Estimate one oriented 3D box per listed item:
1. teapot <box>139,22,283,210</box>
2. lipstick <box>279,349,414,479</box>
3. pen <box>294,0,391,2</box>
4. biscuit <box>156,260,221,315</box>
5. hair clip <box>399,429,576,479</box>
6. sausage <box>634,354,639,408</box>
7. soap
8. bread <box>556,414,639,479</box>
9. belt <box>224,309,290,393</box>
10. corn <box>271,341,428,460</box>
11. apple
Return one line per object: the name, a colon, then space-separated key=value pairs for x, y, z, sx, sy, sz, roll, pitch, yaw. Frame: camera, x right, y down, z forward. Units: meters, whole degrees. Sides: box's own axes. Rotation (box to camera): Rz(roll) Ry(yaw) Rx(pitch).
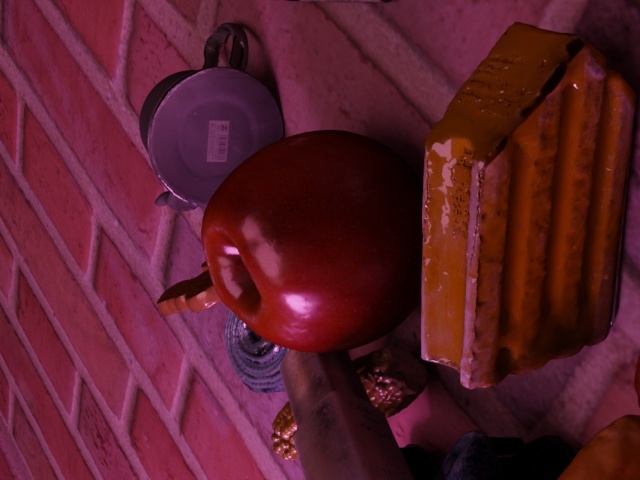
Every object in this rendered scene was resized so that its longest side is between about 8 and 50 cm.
teapot: x=-0.142 y=-0.144 z=1.193 sx=0.149 sy=0.162 sz=0.239 roll=33 pitch=106 yaw=61
lipstick: x=0.019 y=0.179 z=0.943 sx=0.077 sy=0.079 sz=0.253 roll=-53 pitch=27 yaw=15
pen: x=0.005 y=-0.254 z=1.015 sx=0.204 sy=0.025 sz=0.025 roll=18 pitch=119 yaw=52
biscuit: x=-0.109 y=0.040 z=1.213 sx=0.040 sy=0.144 sz=0.236 roll=54 pitch=153 yaw=-15
hair clip: x=0.123 y=0.292 z=0.950 sx=0.310 sy=0.194 sz=0.206 roll=-25 pitch=61 yaw=59
sausage: x=0.319 y=0.135 z=0.638 sx=0.259 sy=0.113 sz=0.113 roll=30 pitch=127 yaw=46
soap: x=0.157 y=-0.031 z=0.760 sx=0.080 sy=0.160 sz=0.257 roll=28 pitch=125 yaw=50
bread: x=0.267 y=0.237 z=0.594 sx=0.294 sy=0.132 sz=0.167 roll=36 pitch=155 yaw=27
belt: x=-0.045 y=0.113 z=1.204 sx=0.163 sy=0.082 sz=0.147 roll=35 pitch=121 yaw=50
corn: x=0.028 y=0.188 z=1.127 sx=0.288 sy=0.086 sz=0.086 roll=-43 pitch=68 yaw=53
apple: x=0.000 y=0.000 z=0.980 sx=0.218 sy=0.201 sz=0.218 roll=39 pitch=142 yaw=39
